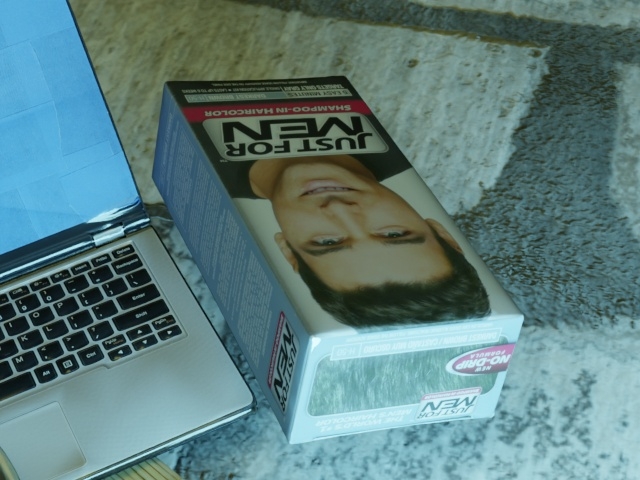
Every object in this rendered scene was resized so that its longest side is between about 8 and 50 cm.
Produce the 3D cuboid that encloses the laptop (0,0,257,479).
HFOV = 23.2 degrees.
[{"bbox_3d":[-0.318,0.013,1.325,0.382,0.236,0.408,-22,46,-14],"label":"laptop"}]

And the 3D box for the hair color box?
[{"bbox_3d":[0.000,0.000,1.335,0.185,0.113,0.374,-5,38,-23],"label":"hair color box"}]

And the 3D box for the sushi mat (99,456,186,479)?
[{"bbox_3d":[-0.127,0.254,1.195,0.151,0.019,0.316,-32,37,-26],"label":"sushi mat"}]

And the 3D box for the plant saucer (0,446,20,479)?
[{"bbox_3d":[-0.360,0.246,1.204,0.278,0.041,0.277,2,71,-7],"label":"plant saucer"}]
